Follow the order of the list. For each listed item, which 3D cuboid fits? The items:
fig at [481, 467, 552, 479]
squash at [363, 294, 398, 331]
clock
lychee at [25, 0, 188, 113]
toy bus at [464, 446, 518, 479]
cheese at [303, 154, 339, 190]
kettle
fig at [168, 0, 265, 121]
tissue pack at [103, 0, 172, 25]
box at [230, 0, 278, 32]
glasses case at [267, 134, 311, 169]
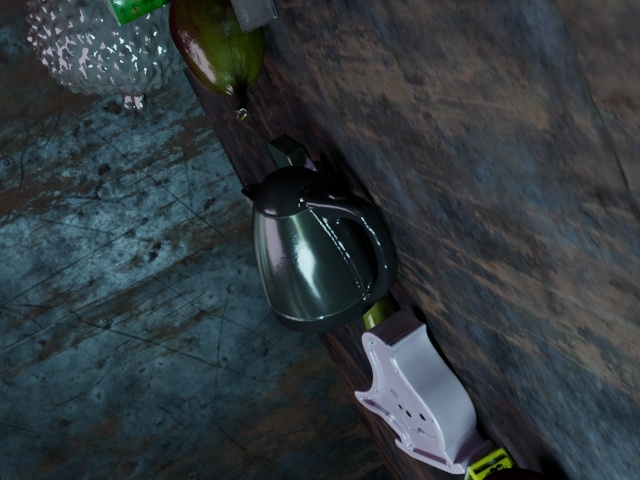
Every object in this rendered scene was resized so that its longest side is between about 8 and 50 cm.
[{"bbox_3d":[0.273,0.403,1.309,0.205,0.205,0.205,60,173,13],"label":"fig"},{"bbox_3d":[0.115,0.156,1.813,0.200,0.075,0.090,61,171,3],"label":"squash"},{"bbox_3d":[0.145,0.253,1.714,0.275,0.080,0.290,61,158,-9],"label":"clock"},{"bbox_3d":[-0.422,-0.479,2.075,0.380,0.380,0.432,-138,39,-69],"label":"lychee"},{"bbox_3d":[0.277,0.408,1.621,0.074,0.081,0.226,57,172,24],"label":"toy bus"},{"bbox_3d":[0.014,-0.077,1.769,0.105,0.042,0.191,53,174,50],"label":"cheese"},{"bbox_3d":[-0.017,0.003,1.637,0.251,0.207,0.271,54,168,51],"label":"kettle"},{"bbox_3d":[-0.156,-0.302,1.639,0.170,0.146,0.274,65,-177,-59],"label":"fig"},{"bbox_3d":[-0.274,-0.464,1.642,0.156,0.209,0.148,54,170,40],"label":"tissue pack"},{"bbox_3d":[-0.108,-0.365,1.472,0.063,0.060,0.084,61,176,41],"label":"box"},{"bbox_3d":[-0.054,-0.156,1.949,0.077,0.039,0.184,64,172,-19],"label":"glasses case"}]
